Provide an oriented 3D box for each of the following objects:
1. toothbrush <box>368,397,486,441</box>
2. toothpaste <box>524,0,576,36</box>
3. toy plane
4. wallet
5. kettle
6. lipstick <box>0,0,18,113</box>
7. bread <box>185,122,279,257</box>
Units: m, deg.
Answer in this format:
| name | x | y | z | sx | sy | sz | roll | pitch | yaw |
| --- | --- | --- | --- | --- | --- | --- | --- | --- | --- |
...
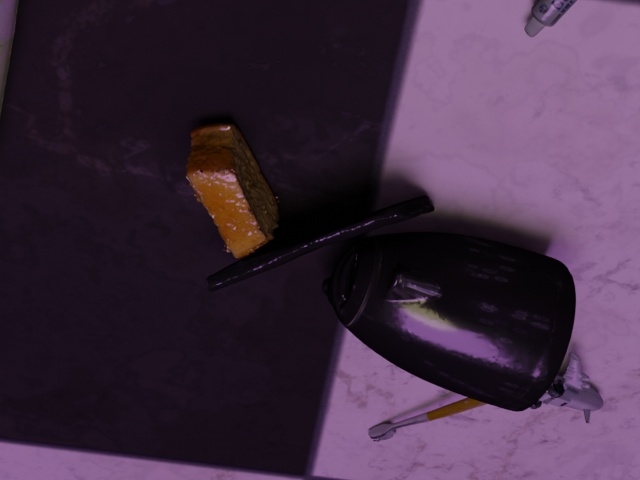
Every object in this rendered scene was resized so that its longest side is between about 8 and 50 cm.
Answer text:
| name | x | y | z | sx | sy | sz | roll | pitch | yaw |
| --- | --- | --- | --- | --- | --- | --- | --- | --- | --- |
| toothbrush | 0.185 | 0.264 | 1.749 | 0.288 | 0.021 | 0.024 | -26 | 140 | 38 |
| toothpaste | 0.282 | -0.290 | 1.213 | 0.048 | 0.029 | 0.197 | 26 | 128 | -20 |
| toy plane | 0.348 | 0.219 | 1.691 | 0.171 | 0.066 | 0.162 | 28 | 142 | -15 |
| wallet | 0.000 | 0.001 | 1.463 | 0.285 | 0.146 | 0.030 | -20 | 88 | 21 |
| kettle | 0.143 | 0.091 | 1.496 | 0.290 | 0.208 | 0.268 | 15 | 168 | -12 |
| lipstick | -0.406 | -0.185 | 1.338 | 0.076 | 0.076 | 0.304 | 15 | 134 | -10 |
| bread | -0.104 | -0.058 | 1.422 | 0.065 | 0.103 | 0.187 | -12 | 128 | 14 |
